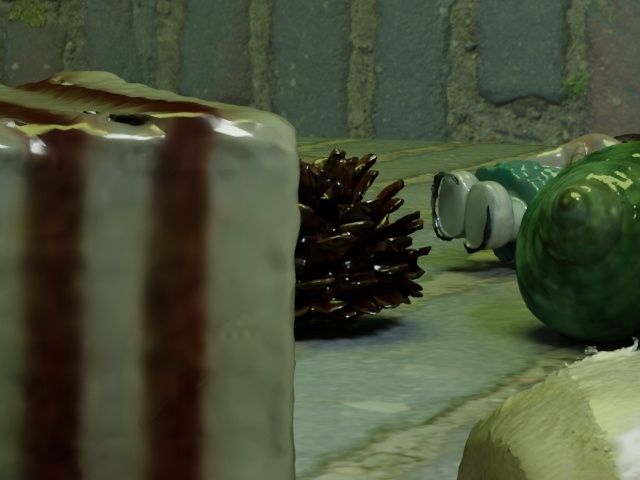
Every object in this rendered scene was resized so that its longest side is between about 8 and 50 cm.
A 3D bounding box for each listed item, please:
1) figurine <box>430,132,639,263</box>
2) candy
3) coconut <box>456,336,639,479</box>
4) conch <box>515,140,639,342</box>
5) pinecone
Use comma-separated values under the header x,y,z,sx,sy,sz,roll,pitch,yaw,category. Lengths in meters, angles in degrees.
x,y,z,sx,sy,sz,roll,pitch,yaw,category
0.214,-0.030,1.361,0.245,0.110,0.138,-9,21,-33,figurine
-0.106,0.028,0.643,0.135,0.179,0.320,-4,8,-19,candy
0.106,0.081,0.491,0.124,0.110,0.110,-7,9,-21,coconut
0.213,0.005,1.037,0.188,0.122,0.176,-9,36,-32,conch
0.002,0.000,1.071,0.140,0.121,0.140,-4,0,0,pinecone
